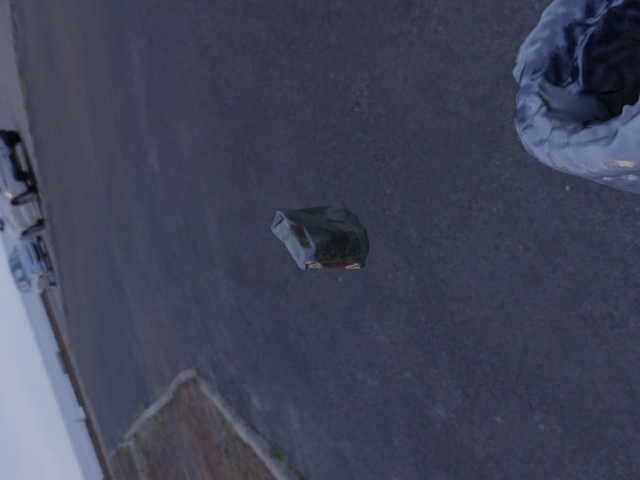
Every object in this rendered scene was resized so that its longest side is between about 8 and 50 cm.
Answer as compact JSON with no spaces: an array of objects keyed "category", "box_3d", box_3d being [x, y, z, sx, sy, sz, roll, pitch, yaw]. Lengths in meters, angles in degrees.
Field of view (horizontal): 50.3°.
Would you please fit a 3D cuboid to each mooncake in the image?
[{"category":"mooncake","box_3d":[0.000,0.000,1.048,0.130,0.125,0.073,-130,41,-51]}]

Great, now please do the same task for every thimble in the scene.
[{"category":"thimble","box_3d":[0.292,-0.147,0.576,0.245,0.157,0.216,153,128,-64]}]
